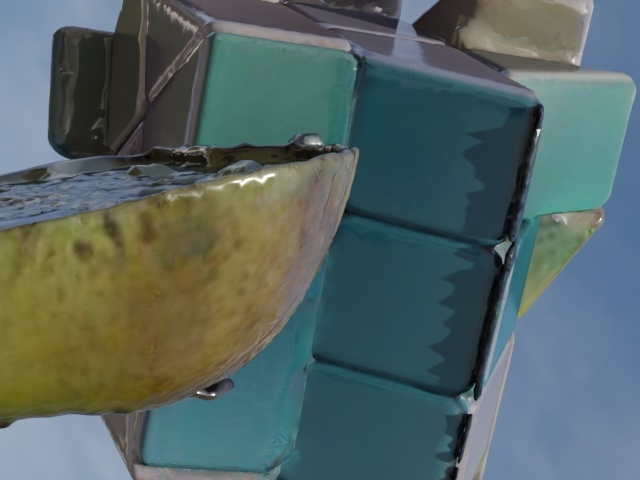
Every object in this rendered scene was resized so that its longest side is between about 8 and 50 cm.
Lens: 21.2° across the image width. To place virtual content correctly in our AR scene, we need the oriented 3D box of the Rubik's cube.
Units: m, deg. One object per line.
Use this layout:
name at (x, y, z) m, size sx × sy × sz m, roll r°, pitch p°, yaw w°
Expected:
Rubik's cube at (0.000, 0.000, 1.110) m, size 0.368 × 0.358 × 0.387 m, roll -133°, pitch -126°, yaw -66°

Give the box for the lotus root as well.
lotus root at (-0.085, 0.019, 0.500) m, size 0.183 × 0.203 × 0.078 m, roll -156°, pitch -124°, yaw -75°
